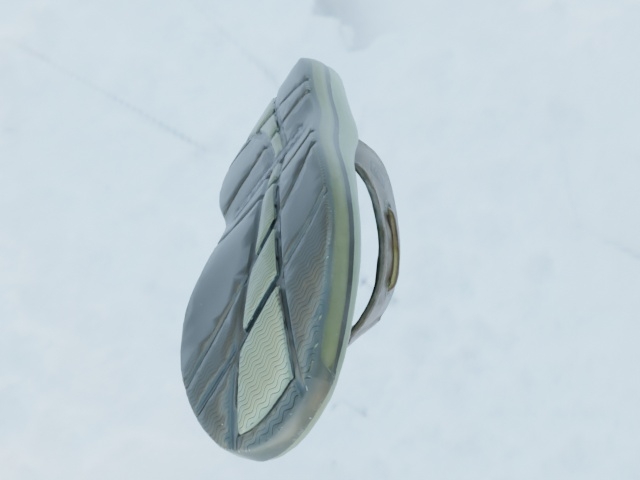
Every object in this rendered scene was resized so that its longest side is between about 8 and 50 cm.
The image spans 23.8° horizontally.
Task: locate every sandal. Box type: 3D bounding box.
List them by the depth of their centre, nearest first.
[{"bbox_3d":[0.001,-0.002,0.779,0.086,0.303,0.120,34,118,-16],"label":"sandal"}]
